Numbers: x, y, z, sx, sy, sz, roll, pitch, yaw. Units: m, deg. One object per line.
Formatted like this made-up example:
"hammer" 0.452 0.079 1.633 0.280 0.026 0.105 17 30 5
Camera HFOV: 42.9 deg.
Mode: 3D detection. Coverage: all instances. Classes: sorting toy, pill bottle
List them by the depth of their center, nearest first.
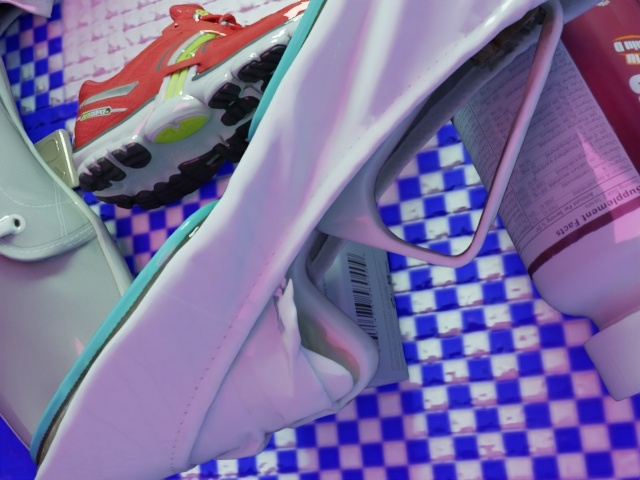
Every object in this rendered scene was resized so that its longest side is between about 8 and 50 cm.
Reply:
"pill bottle" 0.155 -0.035 0.443 0.121 0.121 0.221 -29 71 17
"sorting toy" -0.225 -0.044 0.671 0.062 0.012 0.083 -25 69 13

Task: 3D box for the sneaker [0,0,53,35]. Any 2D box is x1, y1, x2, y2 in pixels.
"sneaker" -0.327 -0.204 0.713 0.212 0.080 0.094 -11 89 21

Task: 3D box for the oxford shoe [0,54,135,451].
"oxford shoe" -0.269 -0.023 0.602 0.169 0.130 0.449 -30 83 15

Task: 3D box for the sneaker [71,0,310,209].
"sneaker" -0.066 -0.126 0.569 0.279 0.107 0.118 -22 64 16

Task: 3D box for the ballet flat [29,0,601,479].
"ballet flat" 0.000 0.000 0.391 0.139 0.139 0.400 38 101 24

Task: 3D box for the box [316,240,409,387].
"box" -0.005 0.047 0.510 0.087 0.102 0.101 -13 77 20
